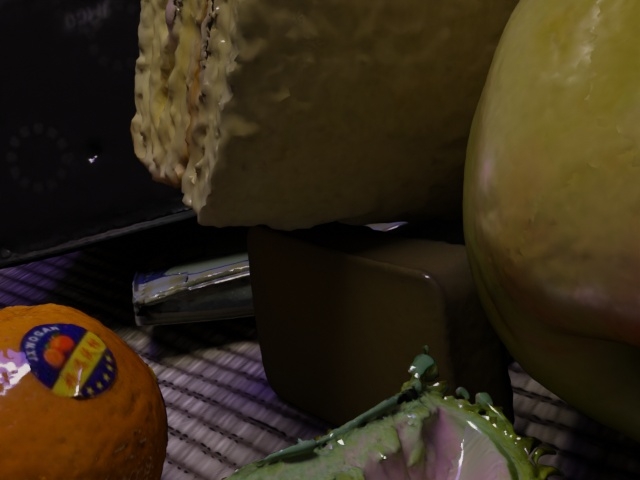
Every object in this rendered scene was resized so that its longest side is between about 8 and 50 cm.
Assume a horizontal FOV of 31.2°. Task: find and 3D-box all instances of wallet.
[{"bbox_3d":[0.000,0.000,0.953,0.309,0.077,0.223,-15,16,1],"label":"wallet"}]

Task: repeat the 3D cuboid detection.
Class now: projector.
[{"bbox_3d":[-0.122,-0.144,1.066,0.395,0.242,0.405,-16,4,12],"label":"projector"}]

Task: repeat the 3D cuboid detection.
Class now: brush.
[{"bbox_3d":[0.031,0.054,0.702,0.059,0.123,0.197,-21,21,-32],"label":"brush"}]

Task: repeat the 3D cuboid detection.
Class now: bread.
[{"bbox_3d":[0.083,-0.136,0.717,0.375,0.237,0.165,-2,25,-33],"label":"bread"}]

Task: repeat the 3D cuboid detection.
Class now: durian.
[{"bbox_3d":[0.022,0.138,0.522,0.137,0.095,0.220,41,45,23],"label":"durian"}]

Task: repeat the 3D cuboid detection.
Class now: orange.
[{"bbox_3d":[-0.171,0.112,0.624,0.177,0.155,0.177,-4,19,1],"label":"orange"}]

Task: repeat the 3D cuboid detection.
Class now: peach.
[{"bbox_3d":[0.222,-0.034,0.562,0.281,0.314,0.316,-24,42,51],"label":"peach"}]
